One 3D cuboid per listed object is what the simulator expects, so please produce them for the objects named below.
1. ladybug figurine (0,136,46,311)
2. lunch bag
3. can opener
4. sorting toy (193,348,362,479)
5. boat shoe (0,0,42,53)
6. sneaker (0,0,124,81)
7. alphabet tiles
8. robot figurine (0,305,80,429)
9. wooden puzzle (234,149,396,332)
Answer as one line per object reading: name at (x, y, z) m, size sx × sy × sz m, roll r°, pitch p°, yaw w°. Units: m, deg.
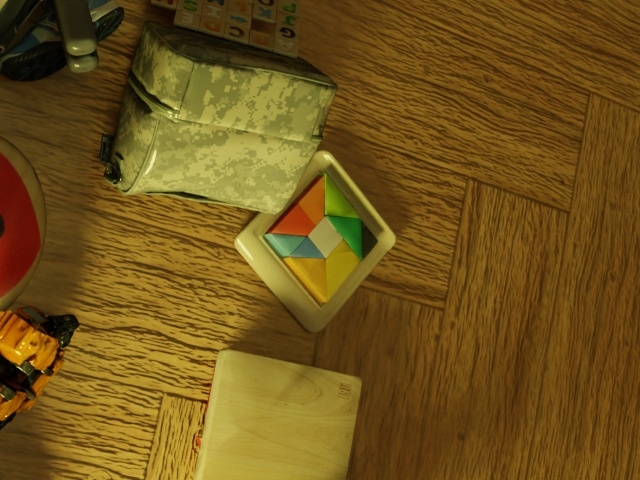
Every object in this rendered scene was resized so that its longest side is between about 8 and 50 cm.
ladybug figurine at (-0.533, -0.014, 1.604) m, size 0.305 × 0.162 × 0.449 m, roll 37°, pitch 43°, yaw 3°
lunch bag at (-0.161, -0.175, 1.887) m, size 0.305 × 0.212 × 0.256 m, roll 8°, pitch 108°, yaw -30°
can opener at (-0.348, -0.372, 1.793) m, size 0.095 × 0.076 × 0.283 m, roll -11°, pitch 59°, yaw -14°
sorting toy at (-0.082, 0.321, 1.969) m, size 0.257 × 0.089 × 0.256 m, roll 15°, pitch 79°, yaw -29°
boat shoe at (-0.509, -0.269, 1.742) m, size 0.340 × 0.127 × 0.113 m, roll -57°, pitch 153°, yaw -6°
sneaker at (-0.399, -0.311, 1.844) m, size 0.211 × 0.080 × 0.081 m, roll -37°, pitch 81°, yaw -26°
alphabet tiles at (-0.146, -0.374, 1.943) m, size 0.237 × 0.009 × 0.198 m, roll 14°, pitch 40°, yaw -11°
robot figurine at (-0.424, 0.173, 1.684) m, size 0.085 × 0.291 × 0.211 m, roll 36°, pitch 81°, yaw 2°
wooden puzzle at (0.000, 0.000, 2.064) m, size 0.239 × 0.044 × 0.221 m, roll -47°, pitch 110°, yaw -24°
